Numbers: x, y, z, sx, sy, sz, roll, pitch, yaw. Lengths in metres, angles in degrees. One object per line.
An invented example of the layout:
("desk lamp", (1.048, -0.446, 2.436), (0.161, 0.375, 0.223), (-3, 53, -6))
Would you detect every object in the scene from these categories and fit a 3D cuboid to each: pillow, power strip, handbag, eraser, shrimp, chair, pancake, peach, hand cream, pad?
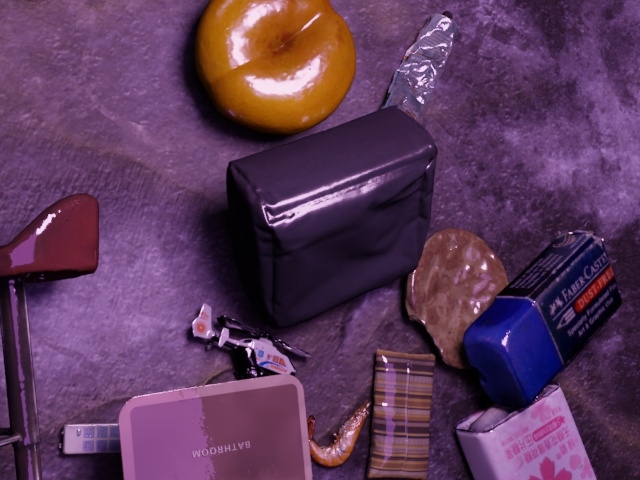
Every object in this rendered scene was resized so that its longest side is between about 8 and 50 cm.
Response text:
("pillow", (0.131, 0.278, 1.440), (0.113, 0.038, 0.203), (8, 81, -25))
("power strip", (-0.311, 0.271, 1.239), (0.090, 0.016, 0.040), (4, 84, -26))
("handbag", (0.009, -0.037, 1.331), (0.301, 0.275, 0.178), (-23, 53, -23))
("eraser", (0.379, 0.121, 1.513), (0.332, 0.101, 0.155), (-38, 109, -34))
("shrimp", (0.028, 0.287, 1.397), (0.091, 0.025, 0.127), (47, 71, -13))
("chair", (-0.368, 0.150, 1.113), (0.226, 0.226, 0.401), (-3, 86, -26))
("pancake", (0.232, 0.097, 1.506), (0.236, 0.042, 0.222), (35, 67, -22))
("peach", (-0.069, -0.277, 1.340), (0.251, 0.153, 0.251), (7, 75, -27))
("hand cream", (0.166, -0.278, 1.504), (0.075, 0.052, 0.248), (32, 72, -19))
("pad", (-0.134, 0.280, 1.212), (0.266, 0.002, 0.176), (-5, 88, -27))

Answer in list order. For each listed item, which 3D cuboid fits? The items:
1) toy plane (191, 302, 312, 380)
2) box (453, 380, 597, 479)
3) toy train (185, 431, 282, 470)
("toy plane", (-0.105, 0.164, 1.334), (0.197, 0.053, 0.078), (28, 66, -22))
("box", (0.372, 0.429, 1.503), (0.190, 0.112, 0.370), (-25, 97, -27))
("toy train", (-0.127, 0.290, 1.275), (0.170, 0.111, 0.071), (4, 85, -23))
